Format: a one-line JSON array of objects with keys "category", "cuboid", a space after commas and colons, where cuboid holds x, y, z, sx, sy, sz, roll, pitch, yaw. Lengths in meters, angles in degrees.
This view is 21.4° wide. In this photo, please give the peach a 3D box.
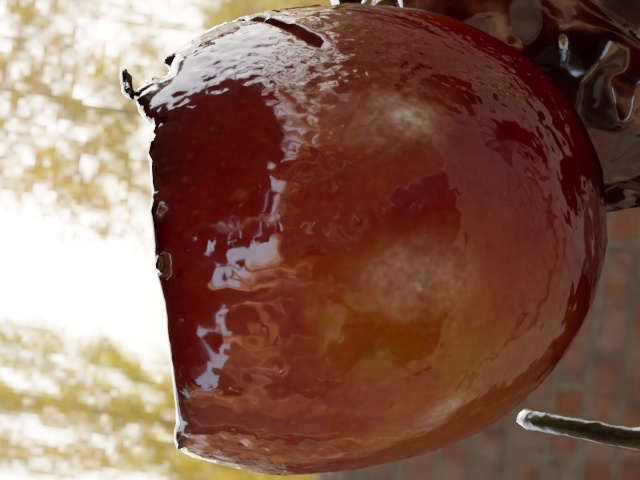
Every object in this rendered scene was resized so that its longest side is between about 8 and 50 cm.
[{"category": "peach", "cuboid": [0.000, 0.000, 0.656, 0.226, 0.196, 0.190, -16, -35, -45]}]

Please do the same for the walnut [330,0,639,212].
[{"category": "walnut", "cuboid": [0.142, -0.135, 0.867, 0.222, 0.269, 0.244, 116, 149, -67]}]

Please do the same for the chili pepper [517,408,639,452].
[{"category": "chili pepper", "cuboid": [0.284, 0.127, 1.010, 0.134, 0.338, 0.131, 56, -153, -65]}]
